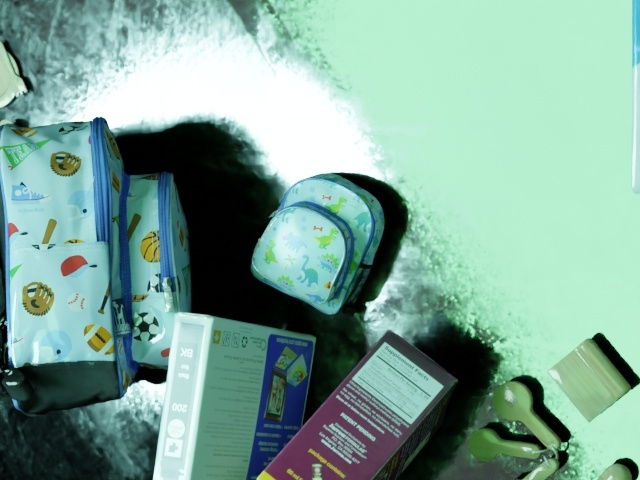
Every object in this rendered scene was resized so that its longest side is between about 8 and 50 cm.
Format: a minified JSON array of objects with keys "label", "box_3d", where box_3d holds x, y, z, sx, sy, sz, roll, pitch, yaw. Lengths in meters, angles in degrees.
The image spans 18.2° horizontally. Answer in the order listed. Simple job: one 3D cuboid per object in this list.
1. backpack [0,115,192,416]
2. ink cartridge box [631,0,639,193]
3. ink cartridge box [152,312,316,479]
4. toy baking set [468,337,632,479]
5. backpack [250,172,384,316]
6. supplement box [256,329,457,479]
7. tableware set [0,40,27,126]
[{"label":"backpack","box_3d":[-0.220,0.018,1.808,0.213,0.276,0.263,-11,86,-10]},{"label":"ink cartridge box","box_3d":[0.415,-0.147,1.618,0.307,0.129,0.223,1,95,20]},{"label":"ink cartridge box","box_3d":[-0.077,0.176,1.772,0.045,0.206,0.208,4,85,26]},{"label":"toy baking set","box_3d":[0.240,0.218,1.771,0.197,0.030,0.256,-16,89,24]},{"label":"backpack","box_3d":[0.000,0.000,1.810,0.105,0.084,0.114,28,101,14]},{"label":"supplement box","box_3d":[0.029,0.184,1.755,0.081,0.104,0.188,37,66,13]},{"label":"tableware set","box_3d":[-0.360,-0.116,1.968,0.169,0.020,0.141,-11,91,21]}]
